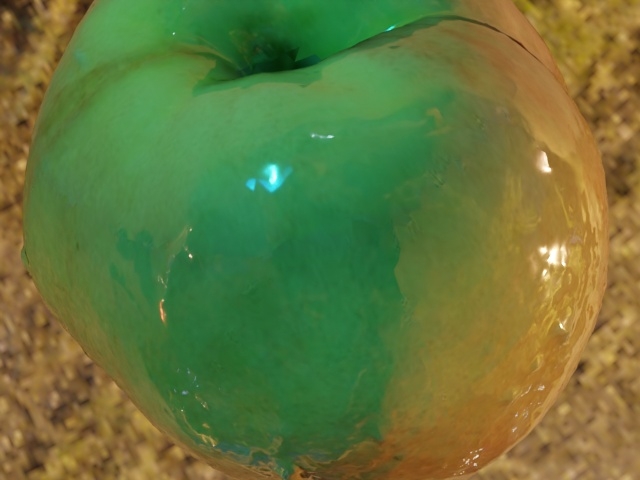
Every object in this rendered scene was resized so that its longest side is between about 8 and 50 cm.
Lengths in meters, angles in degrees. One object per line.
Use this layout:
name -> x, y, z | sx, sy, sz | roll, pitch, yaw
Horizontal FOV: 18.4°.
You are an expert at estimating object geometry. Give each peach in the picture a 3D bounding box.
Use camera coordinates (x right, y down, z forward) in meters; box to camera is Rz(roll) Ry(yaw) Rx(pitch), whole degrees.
peach -> 0.000, 0.000, 0.707 | 0.232, 0.232, 0.232 | -17, 134, -18
